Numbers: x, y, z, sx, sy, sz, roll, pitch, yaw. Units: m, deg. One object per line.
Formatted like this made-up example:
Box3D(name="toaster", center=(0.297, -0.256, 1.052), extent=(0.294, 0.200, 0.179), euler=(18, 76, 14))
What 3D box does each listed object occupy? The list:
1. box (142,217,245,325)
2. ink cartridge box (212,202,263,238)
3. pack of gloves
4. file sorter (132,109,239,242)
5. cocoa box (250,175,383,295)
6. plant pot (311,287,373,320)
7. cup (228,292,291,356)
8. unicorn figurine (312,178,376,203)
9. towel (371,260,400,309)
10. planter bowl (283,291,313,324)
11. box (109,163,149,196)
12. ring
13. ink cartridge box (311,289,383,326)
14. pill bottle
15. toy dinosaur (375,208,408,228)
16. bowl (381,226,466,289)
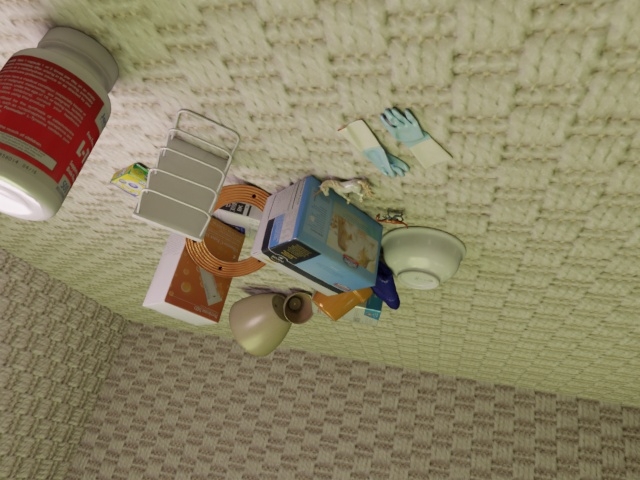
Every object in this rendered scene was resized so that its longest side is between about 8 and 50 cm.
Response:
Box3D(name="box", center=(-0.438, 0.100, 1.585), extent=(0.215, 0.346, 0.168), euler=(31, 149, -35))
Box3D(name="ink cartridge box", center=(-0.357, -0.096, 1.619), extent=(0.332, 0.065, 0.165), euler=(14, 155, -4))
Box3D(name="pack of gloves", center=(0.184, -0.224, 1.118), extent=(0.195, 0.046, 0.232), euler=(-12, 144, 44))
Box3D(name="file sorter", center=(-0.354, -0.177, 1.214), extent=(0.192, 0.278, 0.173), euler=(22, 151, -17))
Box3D(name="cocoa box", center=(0.000, 0.000, 1.439), extent=(0.347, 0.232, 0.227), euler=(31, 146, -33))
Box3D(name="plant pot", center=(0.073, 0.211, 1.791), extent=(0.205, 0.188, 0.205), euler=(41, 170, 9))
Box3D(name="cup", center=(-0.278, 0.408, 2.359), extent=(0.237, 0.331, 0.331), euler=(-35, 131, 26))
Box3D(name="unicorn figurine", center=(0.073, -0.149, 1.321), extent=(0.161, 0.060, 0.111), euler=(-19, 141, 23))
Box3D(name="towel", center=(0.207, 0.133, 1.710), extent=(0.227, 0.076, 0.308), euler=(37, 168, 28))
Box3D(name="planter bowl", center=(-0.119, 0.331, 2.281), extent=(0.162, 0.162, 0.109), euler=(24, 180, -20))
Box3D(name="box", center=(-0.638, -0.208, 1.557), extent=(0.179, 0.043, 0.105), euler=(-13, 144, 40))
Box3D(name="ring", center=(-0.282, -0.030, 1.503), extent=(0.336, 0.337, 0.032), euler=(33, -171, -34))
Box3D(name="ink cartridge box", center=(0.124, 0.273, 2.044), extent=(0.307, 0.129, 0.223), euler=(11, 154, 6))
Box3D(name="pill bottle", center=(-0.622, -0.269, 1.007), extent=(0.228, 0.408, 0.229), euler=(12, 155, 6))
Box3D(name="toy dinosaur", center=(0.217, -0.067, 1.396), extent=(0.082, 0.090, 0.047), euler=(-18, 135, -4))
Box3D(name="bowl", center=(0.345, 0.082, 1.553), extent=(0.297, 0.134, 0.298), euler=(12, 155, 6))
